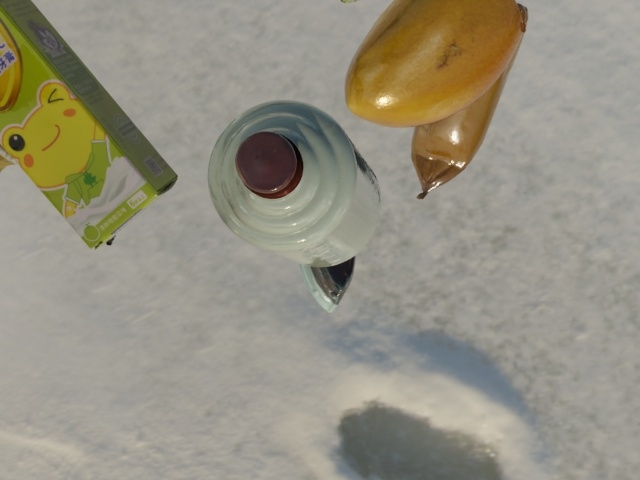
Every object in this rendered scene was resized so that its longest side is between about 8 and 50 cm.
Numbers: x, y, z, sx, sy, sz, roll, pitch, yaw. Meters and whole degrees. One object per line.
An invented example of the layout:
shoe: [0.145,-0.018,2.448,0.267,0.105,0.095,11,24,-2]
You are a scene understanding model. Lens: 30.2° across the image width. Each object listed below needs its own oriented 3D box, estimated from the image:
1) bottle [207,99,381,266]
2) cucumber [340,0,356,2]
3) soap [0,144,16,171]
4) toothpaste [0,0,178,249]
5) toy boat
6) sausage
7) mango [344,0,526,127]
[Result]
bottle: [-0.017,-0.039,0.849,0.104,0.245,0.104,-1,84,9]
cucumber: [0.040,-0.319,1.307,0.035,0.067,0.107,-5,98,-34]
soap: [-0.511,-0.167,1.458,0.089,0.274,0.173,-48,61,3]
toothpaste: [-0.303,-0.147,1.297,0.327,0.110,0.077,51,22,-6]
toy boat: [0.000,0.000,1.131,0.059,0.066,0.140,-4,78,-26]
sausage: [0.213,-0.214,1.784,0.112,0.112,0.328,12,107,-28]
mango: [0.141,-0.237,1.538,0.257,0.187,0.138,-45,57,-9]
